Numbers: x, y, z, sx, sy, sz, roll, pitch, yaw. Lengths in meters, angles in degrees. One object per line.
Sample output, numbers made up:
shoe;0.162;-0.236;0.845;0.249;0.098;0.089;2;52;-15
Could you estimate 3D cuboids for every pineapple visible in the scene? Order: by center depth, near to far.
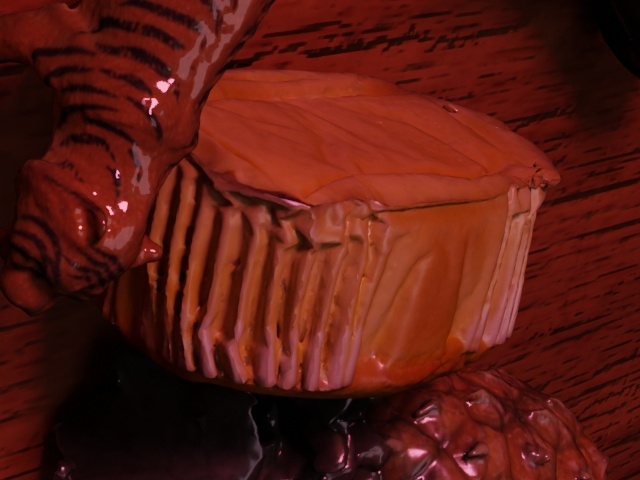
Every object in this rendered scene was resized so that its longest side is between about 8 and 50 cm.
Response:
pineapple;0.003;0.103;0.865;0.278;0.158;0.158;24;95;-44

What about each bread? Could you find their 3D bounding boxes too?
bread;0.000;0.000;0.771;0.190;0.132;0.114;-11;122;-44

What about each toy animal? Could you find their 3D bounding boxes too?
toy animal;-0.052;-0.090;0.666;0.241;0.099;0.057;-59;147;0

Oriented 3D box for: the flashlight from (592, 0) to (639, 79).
flashlight;0.140;-0.148;0.882;0.093;0.093;0.232;-57;149;-5
